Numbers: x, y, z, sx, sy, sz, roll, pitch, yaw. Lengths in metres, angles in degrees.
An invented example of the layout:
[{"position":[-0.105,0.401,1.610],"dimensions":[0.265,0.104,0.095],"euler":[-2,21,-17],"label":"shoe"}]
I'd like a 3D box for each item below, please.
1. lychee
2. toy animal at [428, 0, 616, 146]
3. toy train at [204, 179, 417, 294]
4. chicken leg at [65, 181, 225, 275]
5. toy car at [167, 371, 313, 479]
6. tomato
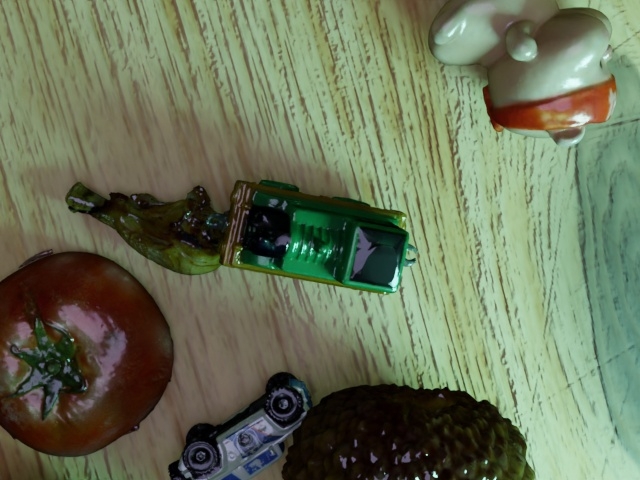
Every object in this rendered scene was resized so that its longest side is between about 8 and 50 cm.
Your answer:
[{"position":[0.086,0.271,1.516],"dimensions":[0.267,0.267,0.267],"euler":[0,97,-2],"label":"lychee"},{"position":[0.210,-0.184,1.514],"dimensions":[0.197,0.171,0.171],"euler":[43,94,-4],"label":"toy animal"},{"position":[0.000,0.000,1.530],"dimensions":[0.227,0.136,0.091],"euler":[11,96,-19],"label":"toy train"},{"position":[-0.174,-0.024,1.569],"dimensions":[0.178,0.070,0.093],"euler":[18,90,6],"label":"chicken leg"},{"position":[-0.081,0.207,1.586],"dimensions":[0.170,0.080,0.070],"euler":[-33,97,2],"label":"toy car"},{"position":[-0.265,0.124,1.571],"dimensions":[0.225,0.085,0.225],"euler":[0,100,-2],"label":"tomato"}]
